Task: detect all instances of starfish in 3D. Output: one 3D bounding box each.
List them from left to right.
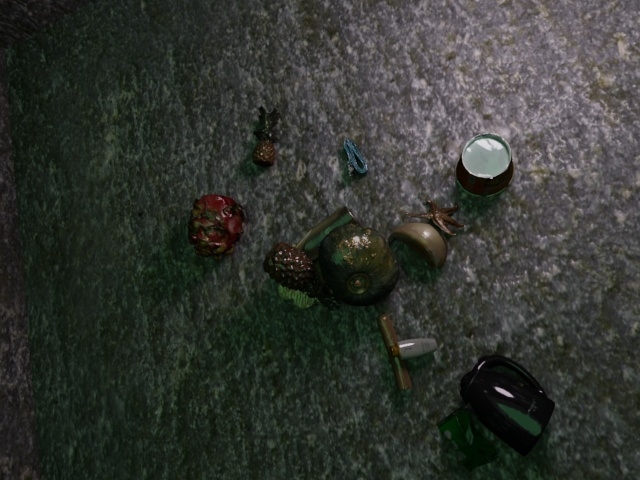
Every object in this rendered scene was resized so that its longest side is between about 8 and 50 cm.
[{"bbox_3d":[0.459,-0.097,1.691,0.237,0.057,0.213,5,41,-3],"label":"starfish"}]

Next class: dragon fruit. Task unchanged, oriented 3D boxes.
[{"bbox_3d":[-0.473,-0.055,1.947,0.268,0.250,0.291,5,77,1],"label":"dragon fruit"}]

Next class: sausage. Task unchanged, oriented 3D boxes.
[{"bbox_3d":[0.291,0.440,1.700,0.065,0.066,0.302,-19,76,15],"label":"sausage"}]

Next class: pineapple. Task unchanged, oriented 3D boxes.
[{"bbox_3d":[-0.250,-0.489,2.007,0.130,0.119,0.278,-5,77,37],"label":"pineapple"},{"bbox_3d":[-0.062,0.155,1.729,0.361,0.175,0.175,38,95,-15],"label":"pineapple"}]

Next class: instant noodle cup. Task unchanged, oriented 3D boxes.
[{"bbox_3d":[0.631,-0.297,1.643,0.230,0.182,0.231,-3,80,19],"label":"instant noodle cup"}]

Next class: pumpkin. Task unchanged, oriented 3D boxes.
[{"bbox_3d":[0.146,0.086,1.677,0.291,0.257,0.328,-23,115,10],"label":"pumpkin"}]

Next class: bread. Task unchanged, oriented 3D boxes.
[{"bbox_3d":[-0.058,0.149,1.869,0.315,0.054,0.316,-3,81,18],"label":"bread"}]

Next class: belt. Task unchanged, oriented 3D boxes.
[{"bbox_3d":[0.138,-0.357,1.884,0.100,0.065,0.179,-26,72,4],"label":"belt"}]

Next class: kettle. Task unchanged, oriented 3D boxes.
[{"bbox_3d":[0.649,0.550,1.514,0.290,0.207,0.268,31,63,29],"label":"kettle"}]

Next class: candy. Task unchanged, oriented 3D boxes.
[{"bbox_3d":[0.536,0.727,1.567,0.141,0.078,0.203,-39,66,9],"label":"candy"}]

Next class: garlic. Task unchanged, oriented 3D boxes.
[{"bbox_3d":[0.398,0.006,1.713,0.244,0.145,0.164,34,124,22],"label":"garlic"}]

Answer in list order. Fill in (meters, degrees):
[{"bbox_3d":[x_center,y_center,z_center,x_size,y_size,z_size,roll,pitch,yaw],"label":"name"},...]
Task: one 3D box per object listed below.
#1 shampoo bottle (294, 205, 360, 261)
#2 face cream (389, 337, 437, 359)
[{"bbox_3d":[0.000,0.000,1.809,0.350,0.084,0.126,-36,82,8],"label":"shampoo bottle"},{"bbox_3d":[0.358,0.417,1.655,0.182,0.051,0.072,-7,71,-8],"label":"face cream"}]
